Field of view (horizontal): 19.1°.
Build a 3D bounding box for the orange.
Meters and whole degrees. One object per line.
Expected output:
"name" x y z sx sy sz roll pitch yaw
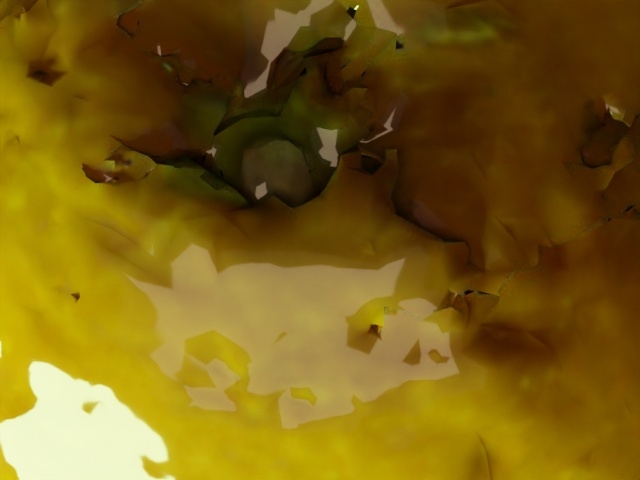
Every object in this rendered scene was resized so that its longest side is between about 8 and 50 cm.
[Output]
"orange" 0.000 0.000 0.474 0.246 0.246 0.246 2 104 6
